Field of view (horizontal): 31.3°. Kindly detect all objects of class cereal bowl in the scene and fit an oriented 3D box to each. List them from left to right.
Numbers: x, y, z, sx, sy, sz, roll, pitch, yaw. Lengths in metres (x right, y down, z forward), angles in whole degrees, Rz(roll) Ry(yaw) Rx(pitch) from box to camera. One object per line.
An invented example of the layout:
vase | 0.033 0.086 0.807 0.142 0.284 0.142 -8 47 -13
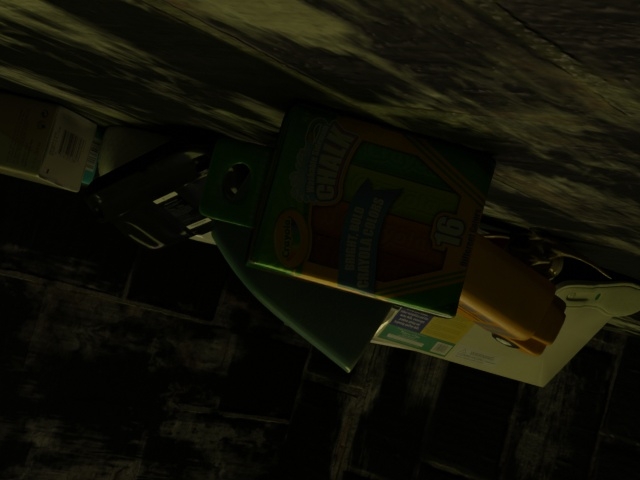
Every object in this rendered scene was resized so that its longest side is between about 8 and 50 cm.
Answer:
cereal bowl | -0.218 -0.077 1.922 0.339 0.141 0.339 15 177 1

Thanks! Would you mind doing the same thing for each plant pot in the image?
plant pot | 0.000 0.000 1.517 0.252 0.247 0.247 33 177 3

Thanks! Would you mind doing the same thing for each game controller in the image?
game controller | -0.219 -0.069 1.723 0.166 0.067 0.319 32 146 -34

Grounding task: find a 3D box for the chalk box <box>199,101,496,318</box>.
chalk box | 0.016 -0.037 1.249 0.289 0.180 0.179 14 177 -5

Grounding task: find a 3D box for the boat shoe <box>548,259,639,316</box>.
boat shoe | 0.493 0.080 2.025 0.233 0.084 0.079 10 -142 -29

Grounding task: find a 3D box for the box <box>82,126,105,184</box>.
box | -0.496 -0.171 1.942 0.244 0.100 0.060 15 177 17

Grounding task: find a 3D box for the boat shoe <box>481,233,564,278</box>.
boat shoe | 0.313 0.024 1.840 0.059 0.063 0.170 11 -179 -39

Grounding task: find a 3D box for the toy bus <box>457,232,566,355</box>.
toy bus | 0.240 0.059 1.751 0.333 0.108 0.130 32 170 -17

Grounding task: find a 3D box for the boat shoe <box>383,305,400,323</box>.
boat shoe | 0.011 0.048 1.874 0.136 0.156 0.367 36 -171 -38

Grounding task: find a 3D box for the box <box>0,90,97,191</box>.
box | -0.541 -0.179 1.849 0.311 0.121 0.148 14 176 15

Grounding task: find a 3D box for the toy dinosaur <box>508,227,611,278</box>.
toy dinosaur | 0.348 0.010 1.719 0.093 0.053 0.183 -1 -164 -42

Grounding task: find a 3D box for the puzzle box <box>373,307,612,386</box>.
puzzle box | 0.329 0.132 2.143 0.409 0.272 0.052 18 -140 -23

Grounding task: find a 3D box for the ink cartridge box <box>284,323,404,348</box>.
ink cartridge box | 0.087 0.101 2.299 0.278 0.201 0.117 12 175 -12
